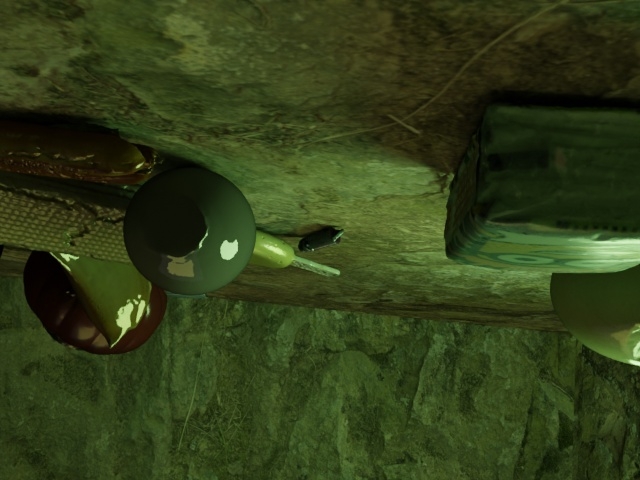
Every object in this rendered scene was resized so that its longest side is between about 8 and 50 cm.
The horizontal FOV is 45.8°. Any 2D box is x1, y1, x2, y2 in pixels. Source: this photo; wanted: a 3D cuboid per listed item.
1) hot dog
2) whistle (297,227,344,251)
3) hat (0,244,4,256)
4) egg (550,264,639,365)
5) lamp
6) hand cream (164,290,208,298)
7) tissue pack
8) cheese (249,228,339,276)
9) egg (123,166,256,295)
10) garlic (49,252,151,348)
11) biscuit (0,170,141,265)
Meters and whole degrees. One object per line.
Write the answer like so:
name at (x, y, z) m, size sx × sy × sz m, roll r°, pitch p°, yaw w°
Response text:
hot dog at (-0.300, -0.106, 0.891) m, size 0.236 × 0.062 × 0.092 m, roll 7°, pitch 170°, yaw 0°
whistle at (0.000, 0.000, 1.452) m, size 0.033 × 0.033 × 0.176 m, roll 9°, pitch 169°, yaw -21°
hat at (-0.706, 0.010, 1.270) m, size 0.238 × 0.336 × 0.209 m, roll 18°, pitch 142°, yaw 39°
egg at (0.466, 0.069, 1.075) m, size 0.269 × 0.219 × 0.219 m, roll -2°, pitch 168°, yaw 33°
lamp at (-0.468, 0.101, 1.590) m, size 0.303 × 0.257 × 0.303 m, roll 34°, pitch -166°, yaw -10°
hand cream at (-0.282, 0.028, 1.383) m, size 0.088 × 0.055 × 0.256 m, roll -1°, pitch 140°, yaw 15°
tissue pack at (0.259, -0.041, 0.807) m, size 0.228 × 0.127 × 0.311 m, roll 4°, pitch 172°, yaw 4°
cheese at (-0.078, 0.029, 1.505) m, size 0.256 × 0.050 × 0.127 m, roll 18°, pitch 161°, yaw -19°
egg at (-0.176, -0.010, 1.050) m, size 0.176 × 0.176 × 0.232 m, roll 4°, pitch 170°, yaw 7°
garlic at (-0.410, 0.015, 1.320) m, size 0.151 × 0.196 × 0.338 m, roll -20°, pitch 124°, yaw 2°
biscuit at (-0.329, -0.032, 1.170) m, size 0.426 × 0.078 × 0.144 m, roll 11°, pitch 139°, yaw -40°
